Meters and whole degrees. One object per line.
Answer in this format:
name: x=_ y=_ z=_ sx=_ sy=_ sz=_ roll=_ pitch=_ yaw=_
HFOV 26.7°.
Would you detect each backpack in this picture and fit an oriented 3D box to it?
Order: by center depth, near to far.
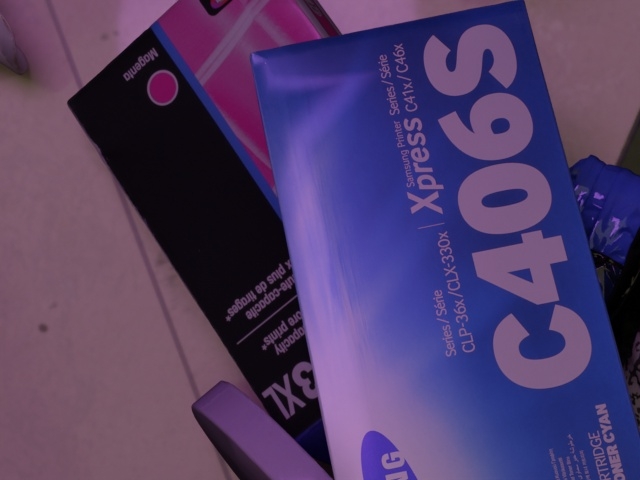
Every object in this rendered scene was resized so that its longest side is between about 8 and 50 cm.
backpack: x=0.169 y=0.003 z=0.888 sx=0.101 sy=0.098 sz=0.120 roll=28 pitch=90 yaw=9

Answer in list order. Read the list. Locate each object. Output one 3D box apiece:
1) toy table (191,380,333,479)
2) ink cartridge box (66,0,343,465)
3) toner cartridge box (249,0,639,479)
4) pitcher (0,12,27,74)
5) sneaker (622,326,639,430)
toy table: x=-0.029 y=0.242 z=0.836 sx=0.161 sy=0.252 sz=0.274 roll=-41 pitch=69 yaw=-15
ink cartridge box: x=0.000 y=0.000 z=0.873 sx=0.176 sy=0.069 sz=0.371 roll=-39 pitch=77 yaw=17
toner cartridge box: x=0.073 y=0.048 z=0.752 sx=0.165 sy=0.075 sz=0.347 roll=-12 pitch=74 yaw=0
pitcher: x=-0.327 y=-0.171 z=0.931 sx=0.207 sy=0.125 sz=0.177 roll=-16 pitch=77 yaw=-7
sneaker: x=0.364 y=0.132 z=0.870 sx=0.410 sy=0.158 sz=0.182 roll=25 pitch=125 yaw=-2
